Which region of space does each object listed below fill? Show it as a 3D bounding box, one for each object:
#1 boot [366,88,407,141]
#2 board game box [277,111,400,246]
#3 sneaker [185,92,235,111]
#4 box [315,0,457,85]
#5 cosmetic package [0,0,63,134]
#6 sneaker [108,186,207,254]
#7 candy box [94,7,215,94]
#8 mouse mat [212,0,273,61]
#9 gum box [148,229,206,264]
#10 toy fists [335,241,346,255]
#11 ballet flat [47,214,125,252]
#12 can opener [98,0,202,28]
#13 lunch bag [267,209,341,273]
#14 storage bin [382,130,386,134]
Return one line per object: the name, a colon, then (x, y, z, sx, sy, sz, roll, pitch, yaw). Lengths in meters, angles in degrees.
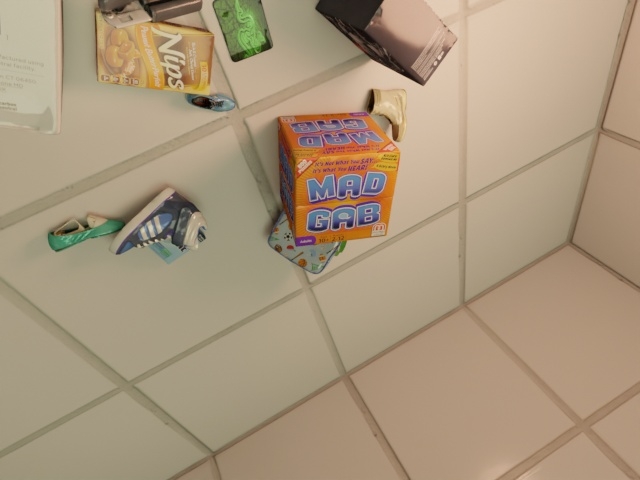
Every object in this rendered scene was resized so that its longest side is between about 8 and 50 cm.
boot: (0.269, -0.510, 1.695, 0.165, 0.077, 0.213, -7, 105, -25)
board game box: (0.046, -0.240, 1.558, 0.356, 0.356, 0.356, -7, 129, -12)
sneaker: (-0.362, -0.455, 1.382, 0.162, 0.073, 0.063, -3, 125, -30)
box: (0.205, -0.703, 1.341, 0.312, 0.343, 0.179, 22, 111, -40)
cosmetic package: (-0.752, -0.462, 0.902, 0.329, 0.394, 0.327, 0, 120, -31)
sneaker: (-0.568, -0.010, 1.506, 0.323, 0.130, 0.236, -46, 104, -4)
candy box: (-0.485, -0.548, 1.223, 0.316, 0.087, 0.183, -3, 125, -28)
mouse mat: (-0.242, -0.684, 1.321, 0.152, 0.007, 0.190, -27, 135, -11)
gum box: (-0.574, -0.011, 1.629, 0.184, 0.041, 0.157, -35, 134, -2)
toy fists: (0.000, 0.000, 1.953, 0.279, 0.096, 0.142, 8, 111, -33)
ballet flat: (-0.815, -0.040, 1.436, 0.247, 0.083, 0.087, -22, 119, -17)
can opener: (-0.448, -0.641, 1.108, 0.283, 0.076, 0.095, -36, 174, -29)
lunch bag: (-0.058, -0.012, 1.799, 0.303, 0.115, 0.243, 31, 106, -4)
storage bin: (0.194, -0.425, 1.738, 0.091, 0.098, 0.135, 28, 107, -32)
